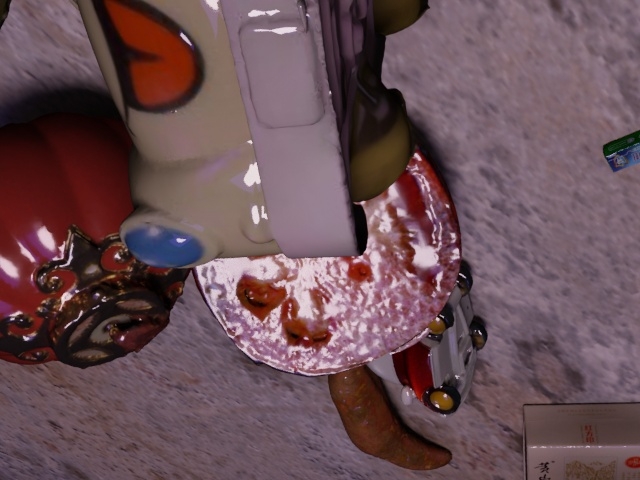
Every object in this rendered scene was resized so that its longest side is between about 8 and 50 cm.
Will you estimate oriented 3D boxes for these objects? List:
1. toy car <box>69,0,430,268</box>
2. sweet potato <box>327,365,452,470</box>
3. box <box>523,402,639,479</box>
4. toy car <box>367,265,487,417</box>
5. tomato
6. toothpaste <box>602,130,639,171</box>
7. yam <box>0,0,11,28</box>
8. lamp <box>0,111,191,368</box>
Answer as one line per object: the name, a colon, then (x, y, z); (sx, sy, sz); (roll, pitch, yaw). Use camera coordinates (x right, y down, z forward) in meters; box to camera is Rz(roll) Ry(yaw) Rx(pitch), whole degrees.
toy car: (-0.063, -0.171, 0.447); (0.227, 0.336, 0.242); (0, 132, 11)
sweet potato: (0.061, 0.189, 0.947); (0.078, 0.058, 0.255); (-31, 128, 7)
box: (0.297, 0.264, 0.975); (0.141, 0.058, 0.201); (-4, 132, 13)
toy car: (0.087, 0.086, 0.825); (0.112, 0.112, 0.139); (3, 124, 28)
tomato: (0.001, -0.002, 0.727); (0.225, 0.085, 0.224); (-1, 106, -4)
toothpaste: (0.266, -0.080, 0.694); (0.083, 0.017, 0.020); (-23, 124, 27)
yam: (-0.317, -0.215, 0.488); (0.300, 0.195, 0.195); (24, 135, 16)
lamp: (-0.205, 0.005, 0.712); (0.227, 0.226, 0.226); (4, 133, 5)
